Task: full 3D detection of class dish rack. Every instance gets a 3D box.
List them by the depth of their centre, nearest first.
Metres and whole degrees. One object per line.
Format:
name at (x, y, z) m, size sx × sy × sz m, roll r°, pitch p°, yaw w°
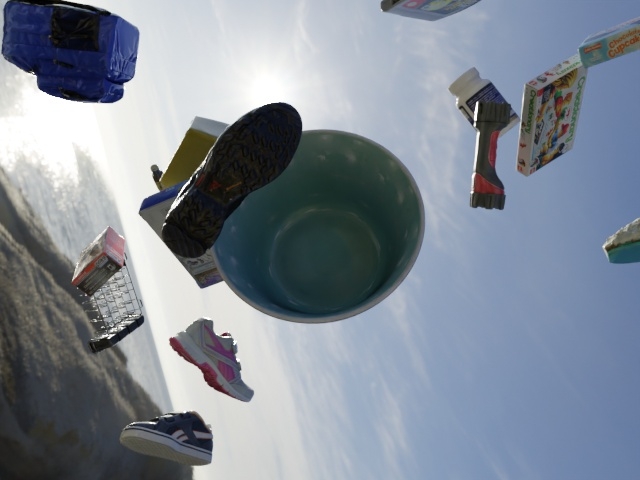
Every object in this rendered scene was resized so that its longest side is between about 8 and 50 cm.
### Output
dish rack at (-0.598, 0.155, 1.567) m, size 0.208 × 0.074 × 0.271 m, roll -51°, pitch 128°, yaw -73°

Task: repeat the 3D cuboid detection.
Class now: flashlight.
flashlight at (0.494, -0.241, 1.594) m, size 0.103 × 0.103 × 0.304 m, roll 12°, pitch -81°, yaw 41°

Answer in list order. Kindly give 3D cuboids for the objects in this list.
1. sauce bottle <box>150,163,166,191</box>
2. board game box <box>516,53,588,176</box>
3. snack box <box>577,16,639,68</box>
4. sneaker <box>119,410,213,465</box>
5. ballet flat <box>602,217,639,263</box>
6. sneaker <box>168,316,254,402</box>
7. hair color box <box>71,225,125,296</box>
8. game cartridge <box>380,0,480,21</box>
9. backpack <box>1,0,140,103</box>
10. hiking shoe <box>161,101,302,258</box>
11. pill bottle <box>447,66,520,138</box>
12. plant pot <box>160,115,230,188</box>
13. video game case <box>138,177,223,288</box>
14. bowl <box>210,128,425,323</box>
sauce bottle at (-0.509, -0.196, 1.752) m, size 0.128 × 0.042 × 0.042 m, roll 88°, pitch -19°, yaw -67°
board game box at (0.655, -0.348, 1.579) m, size 0.053 × 0.193 × 0.305 m, roll 47°, pitch -19°, yaw 40°
snack box at (0.802, -0.511, 1.322) m, size 0.322 × 0.187 × 0.060 m, roll -13°, pitch -72°, yaw 38°
sneaker at (-0.421, 0.533, 1.542) m, size 0.321 × 0.126 × 0.127 m, roll 47°, pitch 35°, yaw -48°
ballet flat at (0.941, -0.029, 1.456) m, size 0.147 × 0.409 × 0.147 m, roll -8°, pitch 90°, yaw -82°
sneaker at (-0.225, 0.274, 1.275) m, size 0.103 × 0.111 × 0.252 m, roll 1°, pitch -47°, yaw 51°
hair color box at (-0.467, 0.040, 1.175) m, size 0.053 × 0.093 × 0.167 m, roll 46°, pitch 1°, yaw -27°
game cartridge at (0.316, -0.649, 1.452) m, size 0.294 × 0.196 × 0.060 m, roll 4°, pitch -81°, yaw 64°
backpack at (-0.265, -0.198, 0.578) m, size 0.098 × 0.120 × 0.101 m, roll -119°, pitch -141°, yaw -84°
hiking shoe at (-0.118, -0.086, 0.691) m, size 0.086 × 0.227 × 0.114 m, roll 44°, pitch -4°, yaw -24°
pill bottle at (0.600, -0.499, 2.056) m, size 0.264 × 0.153 × 0.153 m, roll 53°, pitch -20°, yaw 1°
plant pot at (-0.249, -0.170, 1.292) m, size 0.212 × 0.187 × 0.212 m, roll -55°, pitch -161°, yaw 18°
video game case at (-0.203, -0.033, 1.190) m, size 0.061 × 0.270 × 0.244 m, roll -91°, pitch 157°, yaw -52°
bowl at (0.000, 0.000, 0.857) m, size 0.163 × 0.312 × 0.311 m, roll 75°, pitch -9°, yaw -64°
